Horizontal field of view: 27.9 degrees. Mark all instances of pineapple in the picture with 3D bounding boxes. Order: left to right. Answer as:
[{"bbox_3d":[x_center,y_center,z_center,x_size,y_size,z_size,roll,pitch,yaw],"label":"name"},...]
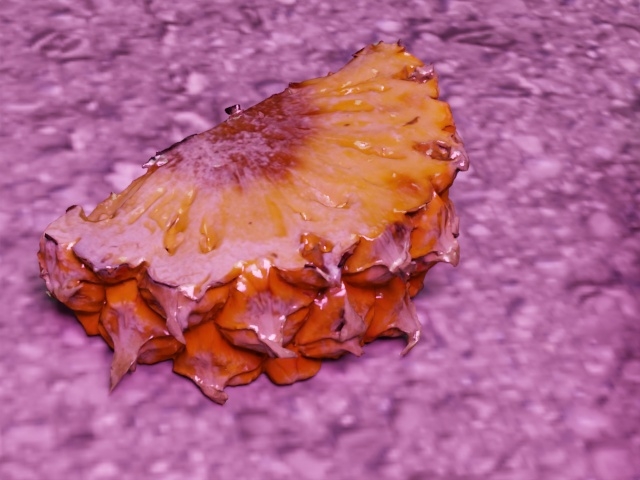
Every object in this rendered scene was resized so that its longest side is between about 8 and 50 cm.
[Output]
[{"bbox_3d":[0.000,-0.001,0.583,0.233,0.079,0.135,-33,50,-32],"label":"pineapple"}]
